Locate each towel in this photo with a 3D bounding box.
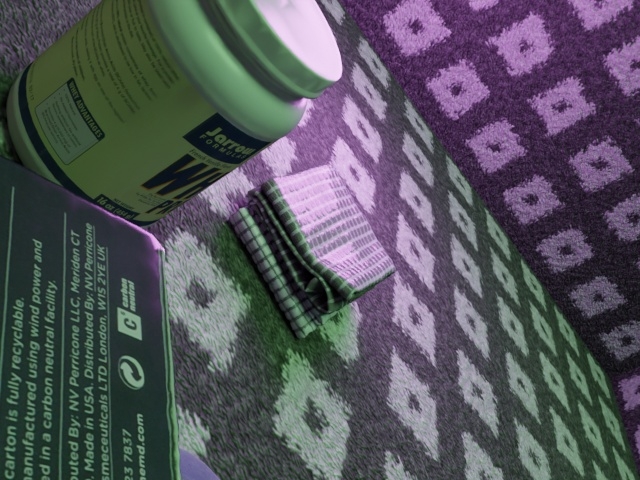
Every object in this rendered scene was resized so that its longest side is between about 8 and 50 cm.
[{"bbox_3d":[0.000,0.000,1.226,0.235,0.121,0.283,60,24,2],"label":"towel"}]

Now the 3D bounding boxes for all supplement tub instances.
[{"bbox_3d":[-0.163,-0.177,0.853,0.235,0.325,0.235,44,29,-32],"label":"supplement tub"}]

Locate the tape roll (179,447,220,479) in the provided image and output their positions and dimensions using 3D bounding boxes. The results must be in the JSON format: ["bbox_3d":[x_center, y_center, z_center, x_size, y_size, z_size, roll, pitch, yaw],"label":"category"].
[{"bbox_3d":[-0.150,0.282,0.658,0.189,0.080,0.189,45,28,-32],"label":"tape roll"}]

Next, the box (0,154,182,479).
[{"bbox_3d":[-0.305,0.073,0.327,0.395,0.293,0.212,33,35,-46],"label":"box"}]
